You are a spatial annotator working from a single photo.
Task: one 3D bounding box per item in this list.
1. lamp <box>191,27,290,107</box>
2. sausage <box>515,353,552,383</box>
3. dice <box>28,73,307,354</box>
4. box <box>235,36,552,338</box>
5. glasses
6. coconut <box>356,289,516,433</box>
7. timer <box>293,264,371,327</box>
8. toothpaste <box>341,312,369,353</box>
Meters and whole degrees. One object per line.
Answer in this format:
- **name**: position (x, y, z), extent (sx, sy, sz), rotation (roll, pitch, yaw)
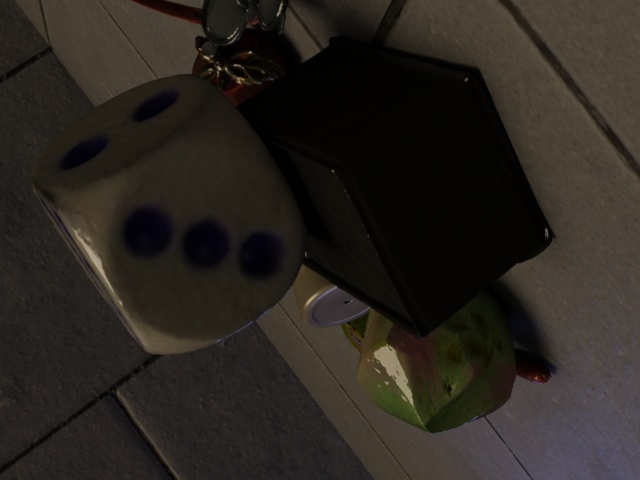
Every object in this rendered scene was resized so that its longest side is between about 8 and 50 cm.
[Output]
- **lamp**: position (-0.098, -0.239, 1.738), extent (0.223, 0.151, 0.215), rotation (0, -134, -51)
- **sausage**: position (0.279, 0.182, 1.701), extent (0.034, 0.034, 0.253), rotation (57, 167, -14)
- **dice**: position (-0.187, -0.033, 1.406), extent (0.243, 0.251, 0.259), rotation (30, 152, 57)
- **box**: position (0.070, -0.080, 1.398), extent (0.345, 0.204, 0.251), rotation (30, 152, 59)
- **glasses**: position (-0.193, -0.337, 1.507), extent (0.234, 0.268, 0.118), rotation (-1, 83, 56)
- **coconut**: position (0.159, 0.166, 1.592), extent (0.204, 0.236, 0.236), rotation (-26, 102, 36)
- **timer**: position (0.000, 0.000, 2.011), extent (0.175, 0.175, 0.266), rotation (82, 166, -62)
- **toothpaste**: position (0.153, 0.220, 2.118), extent (0.327, 0.077, 0.110), rotation (41, 163, 43)
